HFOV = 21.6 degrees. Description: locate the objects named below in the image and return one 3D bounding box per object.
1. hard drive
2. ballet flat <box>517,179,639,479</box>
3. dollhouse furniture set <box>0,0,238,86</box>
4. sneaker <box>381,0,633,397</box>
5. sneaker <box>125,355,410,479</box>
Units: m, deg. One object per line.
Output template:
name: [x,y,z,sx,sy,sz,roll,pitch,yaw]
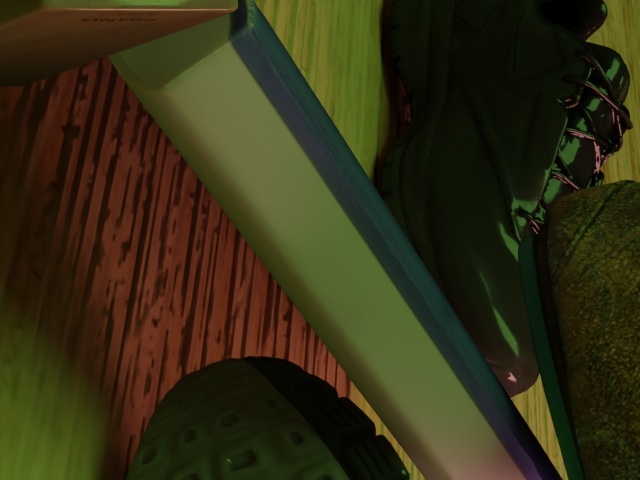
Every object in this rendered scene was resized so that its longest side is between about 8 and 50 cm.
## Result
hard drive: [0.000,0.000,0.604,0.319,0.040,0.210,55,-1,-40]
ballet flat: [0.142,0.142,0.526,0.123,0.123,0.349,26,54,-62]
dollhouse furniture set: [-0.110,-0.103,0.368,0.151,0.144,0.123,-5,89,-35]
sneaker: [0.106,-0.049,0.910,0.109,0.130,0.286,52,31,-48]
sneaker: [0.005,0.184,0.553,0.129,0.111,0.297,99,-26,-76]
